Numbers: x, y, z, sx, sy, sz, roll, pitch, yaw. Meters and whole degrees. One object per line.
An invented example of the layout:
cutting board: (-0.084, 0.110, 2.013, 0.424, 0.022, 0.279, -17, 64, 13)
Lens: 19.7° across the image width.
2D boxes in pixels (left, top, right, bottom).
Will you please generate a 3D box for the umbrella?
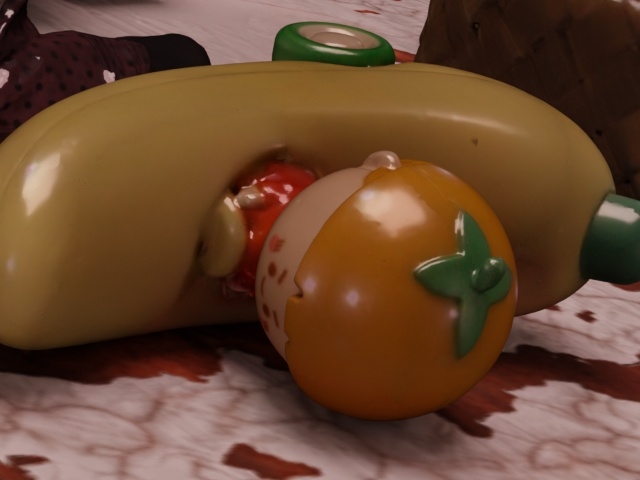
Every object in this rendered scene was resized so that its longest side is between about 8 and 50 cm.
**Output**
umbrella: (-0.175, -0.063, 0.916, 0.326, 0.094, 0.090, -10, -16, -47)

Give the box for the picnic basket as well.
picnic basket: (0.242, -0.197, 1.226, 0.293, 0.337, 0.337, -2, 22, -37)

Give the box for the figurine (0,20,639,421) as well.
figurine: (0.000, 0.000, 0.789, 0.325, 0.124, 0.222, -9, 30, -41)
